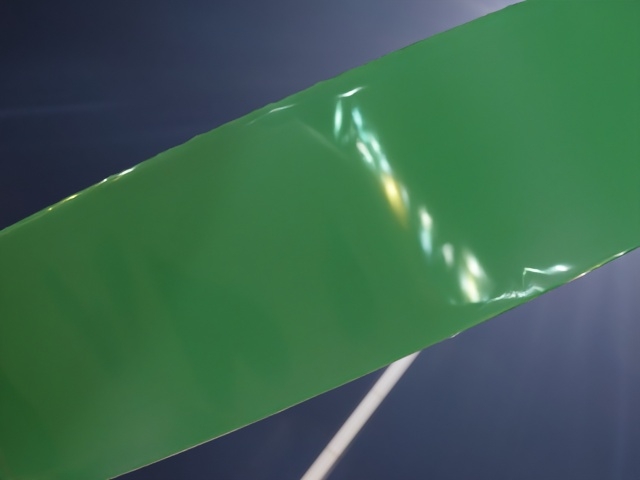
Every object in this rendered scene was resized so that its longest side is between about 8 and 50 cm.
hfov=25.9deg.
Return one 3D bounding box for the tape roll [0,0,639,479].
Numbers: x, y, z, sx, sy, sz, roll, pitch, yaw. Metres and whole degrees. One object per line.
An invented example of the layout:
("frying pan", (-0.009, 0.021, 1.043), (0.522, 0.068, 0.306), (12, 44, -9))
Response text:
("tape roll", (0.000, 0.000, 0.508), (0.077, 0.321, 0.321), (66, -18, 1))
